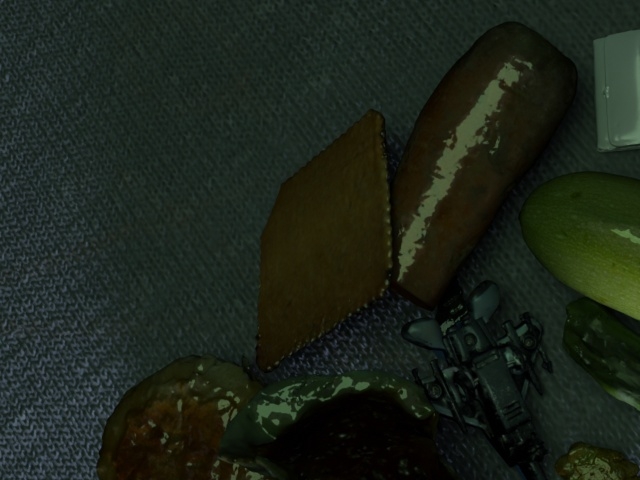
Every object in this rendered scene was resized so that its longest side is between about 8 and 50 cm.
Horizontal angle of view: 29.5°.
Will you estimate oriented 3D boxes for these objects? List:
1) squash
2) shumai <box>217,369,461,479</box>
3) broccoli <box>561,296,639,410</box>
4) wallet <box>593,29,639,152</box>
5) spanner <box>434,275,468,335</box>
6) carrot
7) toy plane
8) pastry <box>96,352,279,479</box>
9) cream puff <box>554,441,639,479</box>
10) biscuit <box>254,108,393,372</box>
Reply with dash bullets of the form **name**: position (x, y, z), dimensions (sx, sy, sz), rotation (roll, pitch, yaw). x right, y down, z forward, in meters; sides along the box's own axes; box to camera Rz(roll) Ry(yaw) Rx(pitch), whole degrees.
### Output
- **squash**: position (0.304, 0.006, 1.172), dimensions (0.247, 0.132, 0.132), rotation (24, 90, 24)
- **shumai**: position (0.060, 0.268, 1.165), dimensions (0.330, 0.292, 0.288), rotation (4, 57, -13)
- **broccoli**: position (0.340, 0.161, 1.141), dimensions (0.165, 0.145, 0.304), rotation (-48, 54, 4)
- **wallet**: position (0.313, -0.154, 1.257), dimensions (0.061, 0.025, 0.122), rotation (-6, 79, 29)
- **spanner**: position (0.130, 0.017, 1.310), dimensions (0.046, 0.012, 0.208), rotation (-13, 75, 21)
- **carrot**: position (0.146, -0.082, 1.249), dimensions (0.139, 0.139, 0.301), rotation (34, 89, 24)
- **toy plane**: position (0.183, 0.171, 1.218), dimensions (0.169, 0.078, 0.246), rotation (-25, 77, -18)
- **pastry**: position (-0.127, 0.252, 1.320), dimensions (0.236, 0.121, 0.257), rotation (33, 96, 28)
- **cream puff**: position (0.271, 0.234, 1.185), dimensions (0.083, 0.058, 0.083), rotation (-17, 80, 19)
- **biscuit**: position (0.000, 0.000, 1.291), dimensions (0.232, 0.013, 0.236), rotation (-37, 42, 42)
